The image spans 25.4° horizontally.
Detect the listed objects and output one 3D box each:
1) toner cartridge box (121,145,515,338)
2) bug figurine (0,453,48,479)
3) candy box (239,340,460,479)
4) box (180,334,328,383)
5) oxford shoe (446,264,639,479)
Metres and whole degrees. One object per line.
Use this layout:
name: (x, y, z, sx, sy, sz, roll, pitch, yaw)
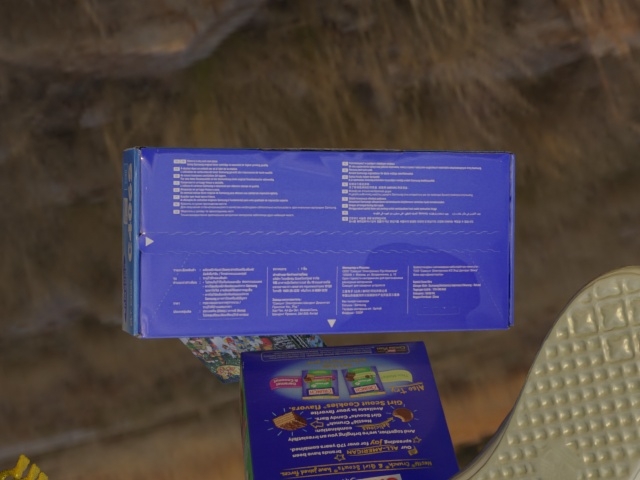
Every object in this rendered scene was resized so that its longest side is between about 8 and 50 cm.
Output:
toner cartridge box: (0.000, 0.000, 1.269, 0.348, 0.165, 0.075, 0, -179, -17)
bug figurine: (-0.331, 0.279, 1.162, 0.072, 0.279, 0.216, -4, 136, 28)
candy box: (0.032, 0.282, 1.894, 0.268, 0.317, 0.122, -3, 125, -5)
box: (-0.118, 0.150, 2.241, 0.233, 0.159, 0.044, -14, -144, 44)
oxford shoe: (0.178, 0.213, 1.125, 0.130, 0.169, 0.449, -4, 128, -57)
